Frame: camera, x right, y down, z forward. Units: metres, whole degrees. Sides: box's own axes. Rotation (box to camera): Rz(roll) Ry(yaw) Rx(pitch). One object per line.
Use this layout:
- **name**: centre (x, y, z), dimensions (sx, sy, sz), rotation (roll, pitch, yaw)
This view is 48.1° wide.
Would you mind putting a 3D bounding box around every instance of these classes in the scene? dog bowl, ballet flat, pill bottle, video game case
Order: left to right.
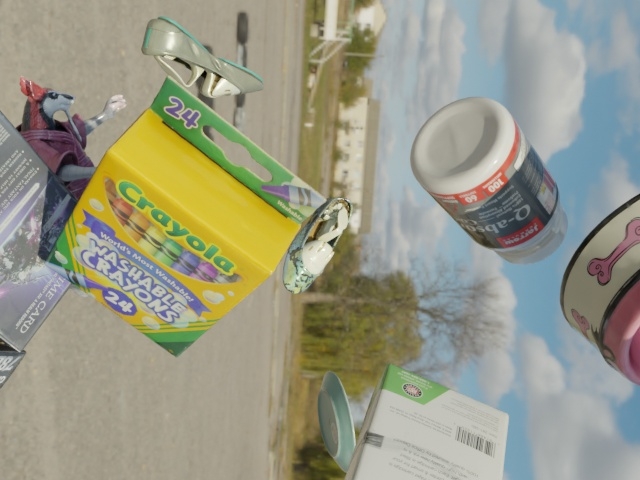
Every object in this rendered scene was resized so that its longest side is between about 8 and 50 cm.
- **video game case**: centre (-0.388, -0.013, 0.862), dimensions (0.196, 0.026, 0.274), rotation (-60, 148, -26)
- **ballet flat**: centre (-0.170, -0.244, 1.034), dimensions (0.213, 0.072, 0.068), rotation (24, 83, -48)
- **ballet flat**: centre (0.000, 0.000, 1.113), dimensions (0.070, 0.070, 0.188), rotation (93, 17, -55)
- **pill bottle**: centre (0.353, -0.104, 1.438), dimensions (0.363, 0.210, 0.210), rotation (38, 45, -43)
- **dog bowl**: centre (0.609, 0.084, 1.148), dimensions (0.150, 0.408, 0.407), rotation (-104, -167, -47)

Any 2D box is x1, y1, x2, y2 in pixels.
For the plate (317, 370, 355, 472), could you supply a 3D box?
- **plate**: centre (0.023, 0.339, 1.341), dimensions (0.188, 0.024, 0.188), rotation (174, -90, -73)

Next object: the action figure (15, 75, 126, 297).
- **action figure**: centre (-0.445, -0.107, 1.250), dimensions (0.248, 0.276, 0.370), rotation (-105, 174, -66)

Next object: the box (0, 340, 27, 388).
- **box**: centre (-0.550, 0.075, 0.868), dimensions (0.073, 0.293, 0.295), rotation (-54, 170, -4)

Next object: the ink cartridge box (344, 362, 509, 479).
- **ink cartridge box**: centre (0.112, 0.265, 0.799), dimensions (0.219, 0.160, 0.092), rotation (-60, 172, -53)

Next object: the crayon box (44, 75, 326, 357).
- **crayon box**: centre (-0.166, -0.005, 0.800), dimensions (0.323, 0.203, 0.083), rotation (-41, -165, 47)
